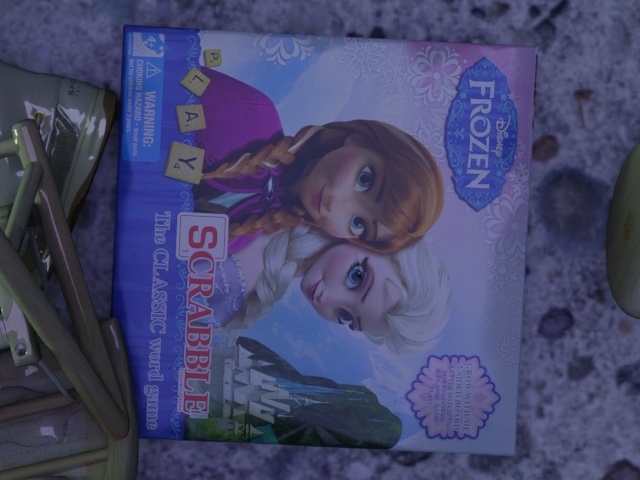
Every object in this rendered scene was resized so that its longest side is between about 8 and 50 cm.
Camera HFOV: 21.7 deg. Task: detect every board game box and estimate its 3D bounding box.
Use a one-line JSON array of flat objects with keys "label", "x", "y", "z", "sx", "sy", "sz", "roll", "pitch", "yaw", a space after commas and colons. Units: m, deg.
[{"label": "board game box", "x": 0.000, "y": 0.000, "z": 1.290, "sx": 0.318, "sy": 0.066, "sz": 0.318, "roll": 2, "pitch": 93, "yaw": -1}]

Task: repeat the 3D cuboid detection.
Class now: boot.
[{"label": "boot", "x": -0.264, "y": -0.042, "z": 1.258, "sx": 0.165, "sy": 0.077, "sz": 0.213, "roll": 21, "pitch": 102, "yaw": -13}]

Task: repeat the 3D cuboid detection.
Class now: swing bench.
[{"label": "swing bench", "x": -0.285, "y": 0.085, "z": 1.184, "sx": 0.253, "sy": 0.165, "sz": 0.254, "roll": -14, "pitch": 119, "yaw": 9}]

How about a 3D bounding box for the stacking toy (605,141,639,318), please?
[{"label": "stacking toy", "x": 0.394, "y": 0.009, "z": 1.277, "sx": 0.330, "sy": 0.141, "sz": 0.141, "roll": 8, "pitch": 93, "yaw": -8}]
